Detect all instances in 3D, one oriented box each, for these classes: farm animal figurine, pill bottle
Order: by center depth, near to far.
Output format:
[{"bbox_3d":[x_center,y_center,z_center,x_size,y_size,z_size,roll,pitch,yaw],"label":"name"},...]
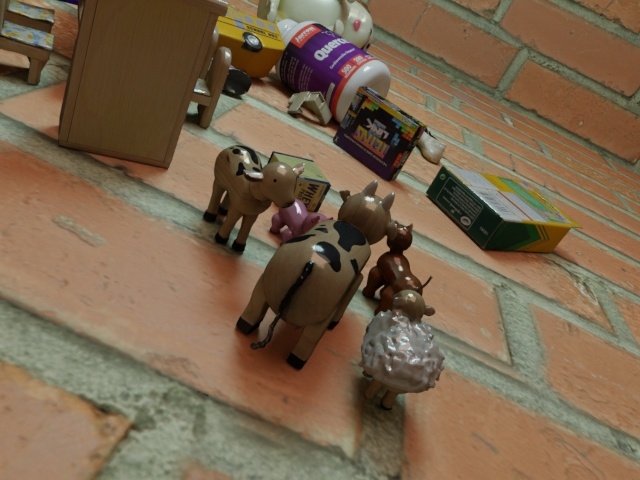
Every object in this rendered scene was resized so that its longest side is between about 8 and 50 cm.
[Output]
[{"bbox_3d":[0.000,0.000,0.648,0.331,0.172,0.326,25,28,-5],"label":"farm animal figurine"},{"bbox_3d":[0.010,-0.441,1.386,0.323,0.181,0.182,39,30,21],"label":"pill bottle"}]

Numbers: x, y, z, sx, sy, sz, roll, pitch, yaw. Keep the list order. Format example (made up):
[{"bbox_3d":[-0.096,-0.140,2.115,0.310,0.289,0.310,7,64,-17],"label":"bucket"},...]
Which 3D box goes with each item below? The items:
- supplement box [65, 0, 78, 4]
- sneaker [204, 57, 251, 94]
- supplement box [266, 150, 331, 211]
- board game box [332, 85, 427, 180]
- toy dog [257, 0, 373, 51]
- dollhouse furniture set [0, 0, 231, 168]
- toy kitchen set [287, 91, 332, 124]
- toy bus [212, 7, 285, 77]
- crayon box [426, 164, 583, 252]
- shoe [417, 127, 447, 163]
[{"bbox_3d":[-0.558,-0.667,1.224,0.111,0.220,0.114,-3,41,-44],"label":"supplement box"},{"bbox_3d":[-0.246,-0.372,1.185,0.178,0.071,0.077,21,16,-30],"label":"sneaker"},{"bbox_3d":[-0.042,-0.098,0.899,0.083,0.056,0.083,7,34,-34],"label":"supplement box"},{"bbox_3d":[0.127,-0.237,1.189,0.170,0.141,0.048,40,29,22],"label":"board game box"},{"bbox_3d":[-0.005,-0.762,1.878,0.408,0.284,0.395,15,-6,-20],"label":"toy dog"},{"bbox_3d":[-0.309,-0.336,0.851,0.362,0.256,0.394,10,33,-31],"label":"dollhouse furniture set"},{"bbox_3d":[-0.033,-0.306,1.293,0.083,0.075,0.068,8,56,37],"label":"toy kitchen set"},{"bbox_3d":[-0.247,-0.478,1.259,0.333,0.108,0.130,2,60,-40],"label":"toy bus"},{"bbox_3d":[0.422,-0.066,1.227,0.323,0.083,0.203,3,37,-37],"label":"crayon box"},{"bbox_3d":[0.299,-0.289,1.517,0.077,0.058,0.219,15,30,-23],"label":"shoe"}]
